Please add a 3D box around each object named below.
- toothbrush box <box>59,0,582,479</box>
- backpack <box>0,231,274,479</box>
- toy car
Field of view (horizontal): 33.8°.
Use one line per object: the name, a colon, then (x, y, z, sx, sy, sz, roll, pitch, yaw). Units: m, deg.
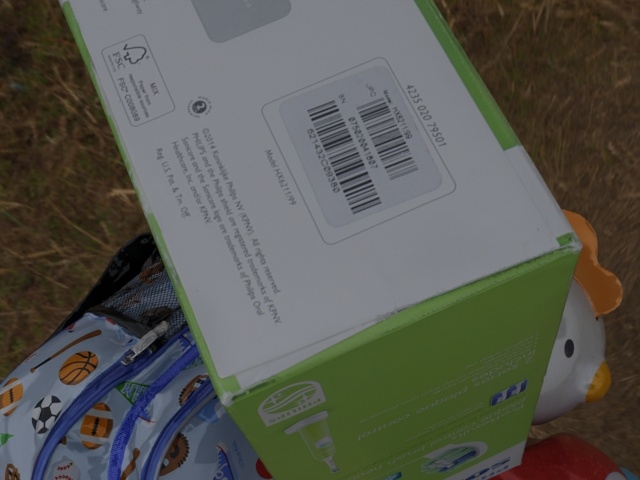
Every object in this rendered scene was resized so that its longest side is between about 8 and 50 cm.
toothbrush box: (0.000, 0.000, 0.468, 0.122, 0.283, 0.206, -23, 64, -5)
backpack: (-0.115, 0.163, 0.804, 0.263, 0.213, 0.276, -33, 118, -25)
toy car: (0.134, 0.100, 0.677, 0.210, 0.219, 0.237, 29, 108, 31)
